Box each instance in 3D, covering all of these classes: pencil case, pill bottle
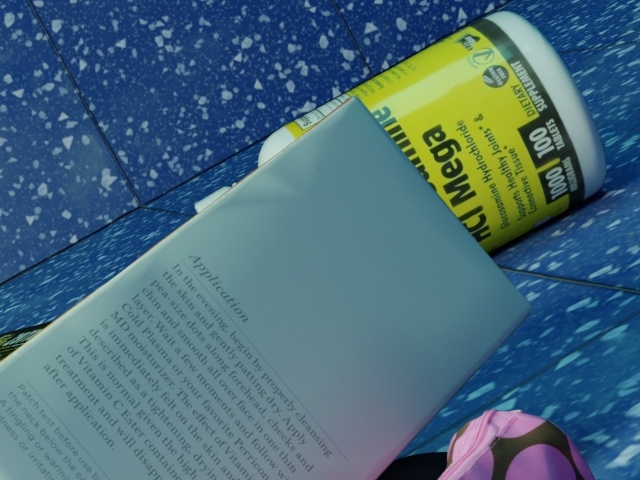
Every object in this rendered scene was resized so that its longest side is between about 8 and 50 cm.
[{"bbox_3d":[0.053,0.157,0.791,0.095,0.098,0.209,-19,13,40],"label":"pencil case"},{"bbox_3d":[0.067,-0.049,1.512,0.334,0.188,0.188,-29,10,-4],"label":"pill bottle"}]

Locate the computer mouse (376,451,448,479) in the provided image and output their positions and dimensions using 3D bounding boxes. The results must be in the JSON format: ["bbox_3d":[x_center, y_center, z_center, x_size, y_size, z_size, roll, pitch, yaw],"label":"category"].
[{"bbox_3d":[0.007,0.182,0.890,0.262,0.060,0.184,-29,9,-5],"label":"computer mouse"}]

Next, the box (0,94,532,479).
[{"bbox_3d":[-0.078,0.102,0.936,0.345,0.168,0.215,-40,1,-44],"label":"box"}]

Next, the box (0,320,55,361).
[{"bbox_3d":[-0.349,0.174,1.802,0.257,0.079,0.322,-33,12,-37],"label":"box"}]
